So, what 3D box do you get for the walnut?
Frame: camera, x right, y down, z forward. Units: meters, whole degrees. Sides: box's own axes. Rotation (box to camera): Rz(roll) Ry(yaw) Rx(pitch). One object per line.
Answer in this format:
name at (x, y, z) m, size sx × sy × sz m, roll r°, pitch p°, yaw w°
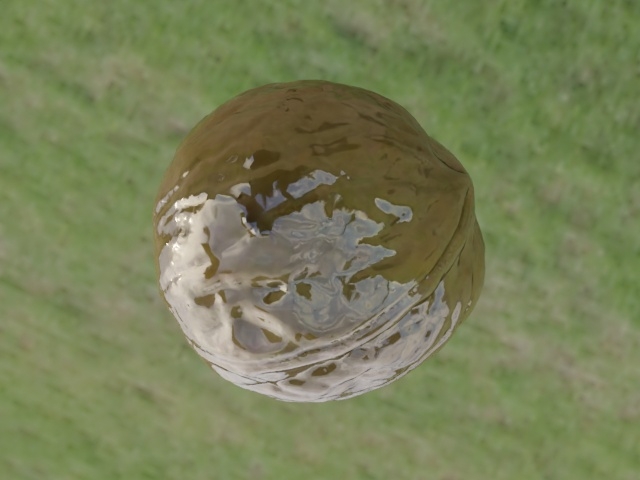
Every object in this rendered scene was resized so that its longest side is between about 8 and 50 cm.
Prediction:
walnut at (0.000, 0.000, 1.242) m, size 0.228 × 0.228 × 0.228 m, roll 20°, pitch 159°, yaw 8°
